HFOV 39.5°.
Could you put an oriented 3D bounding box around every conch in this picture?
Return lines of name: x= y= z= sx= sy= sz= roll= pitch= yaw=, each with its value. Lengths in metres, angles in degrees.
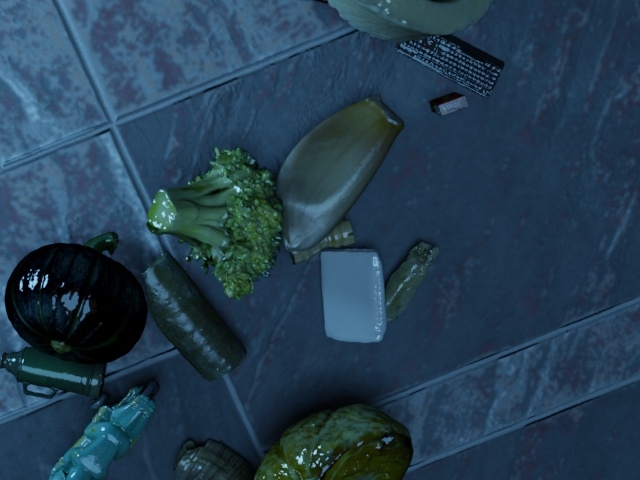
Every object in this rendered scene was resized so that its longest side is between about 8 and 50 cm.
conch: x=-0.207 y=0.504 z=1.739 sx=0.178 sy=0.163 sz=0.245 roll=-16 pitch=89 yaw=-35

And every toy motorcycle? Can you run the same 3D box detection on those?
toy motorcycle: x=-0.409 y=0.375 z=1.635 sx=0.109 sy=0.198 sz=0.296 roll=43 pitch=95 yaw=-9

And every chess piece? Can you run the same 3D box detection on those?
chess piece: x=0.000 y=0.000 z=1.648 sx=0.122 sy=0.066 sz=0.066 roll=-14 pitch=106 yaw=-6

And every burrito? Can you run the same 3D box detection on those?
burrito: x=0.158 y=0.083 z=1.695 sx=0.058 sy=0.045 sz=0.188 roll=33 pitch=103 yaw=3

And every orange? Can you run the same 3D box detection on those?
orange: x=0.004 y=0.452 z=1.686 sx=0.369 sy=0.210 sz=0.271 roll=-50 pitch=132 yaw=3

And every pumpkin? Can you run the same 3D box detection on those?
pumpkin: x=-0.418 y=0.086 z=1.564 sx=0.248 sy=0.248 sz=0.248 roll=-1 pitch=105 yaw=-6

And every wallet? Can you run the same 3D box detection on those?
wallet: x=0.062 y=0.103 z=1.681 sx=0.124 sy=0.032 sz=0.183 roll=1 pitch=107 yaw=19

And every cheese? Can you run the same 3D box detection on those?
cheese: x=0.158 y=-0.499 z=1.452 sx=0.292 sy=0.153 sz=0.332 roll=24 pitch=86 yaw=-22

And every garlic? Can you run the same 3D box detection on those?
garlic: x=0.020 y=-0.126 z=1.591 sx=0.143 sy=0.112 sz=0.318 roll=39 pitch=97 yaw=11

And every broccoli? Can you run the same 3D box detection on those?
broccoli: x=-0.194 y=-0.028 z=1.514 sx=0.247 sy=0.243 sz=0.263 roll=-6 pitch=82 yaw=35

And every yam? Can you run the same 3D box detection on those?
yam: x=-0.243 y=0.144 z=1.638 sx=0.106 sy=0.106 sz=0.259 roll=-36 pitch=105 yaw=4

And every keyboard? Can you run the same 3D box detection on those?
keyboard: x=0.237 y=-0.332 z=1.609 sx=0.196 sy=0.015 sz=0.074 roll=25 pitch=100 yaw=-12

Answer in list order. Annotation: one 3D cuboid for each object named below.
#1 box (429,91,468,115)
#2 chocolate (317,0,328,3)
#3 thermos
box: x=0.229 y=-0.245 z=1.596 sx=0.051 sy=0.082 sz=0.023 roll=-19 pitch=105 yaw=-1
chocolate: x=-0.043 y=-0.464 z=1.521 sx=0.329 sy=0.065 sz=0.102 roll=9 pitch=103 yaw=-10
thermos: x=-0.497 y=0.246 z=1.655 sx=0.187 sy=0.073 sz=0.083 roll=13 pitch=96 yaw=-8
